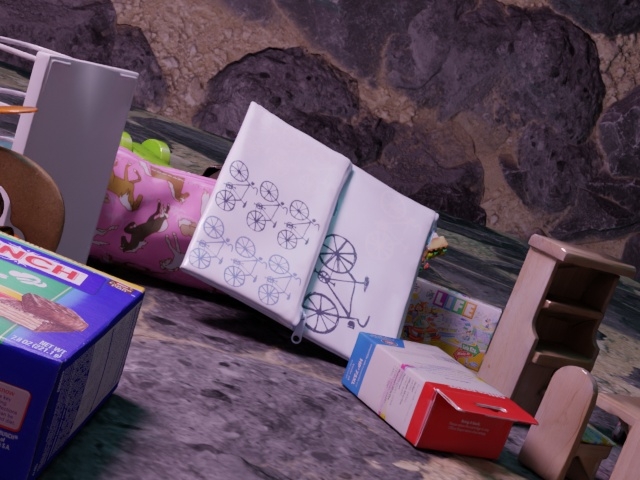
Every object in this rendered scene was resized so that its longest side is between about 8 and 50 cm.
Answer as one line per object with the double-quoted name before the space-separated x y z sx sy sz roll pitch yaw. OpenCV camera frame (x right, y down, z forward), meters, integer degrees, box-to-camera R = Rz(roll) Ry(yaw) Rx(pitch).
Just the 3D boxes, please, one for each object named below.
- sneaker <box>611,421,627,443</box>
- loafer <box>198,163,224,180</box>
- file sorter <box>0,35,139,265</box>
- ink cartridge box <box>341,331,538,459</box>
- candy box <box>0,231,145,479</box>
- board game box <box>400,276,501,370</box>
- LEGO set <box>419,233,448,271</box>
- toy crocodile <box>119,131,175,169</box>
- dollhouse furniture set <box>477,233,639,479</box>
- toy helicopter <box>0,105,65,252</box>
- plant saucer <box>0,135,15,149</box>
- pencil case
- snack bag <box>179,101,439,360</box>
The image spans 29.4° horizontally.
"sneaker" 0.482 0.292 1.813 0.119 0.047 0.057 11 25 -40
"loafer" -0.182 -0.111 2.388 0.130 0.133 0.366 20 9 -3
"file sorter" -0.381 -0.107 1.524 0.173 0.277 0.193 20 8 23
"ink cartridge box" 0.143 0.197 1.496 0.134 0.078 0.231 14 11 -32
"candy box" -0.319 0.074 1.071 0.268 0.122 0.317 20 8 0
"board game box" 0.194 0.129 1.923 0.154 0.103 0.026 21 9 3
"LEGO set" 0.141 0.029 2.358 0.287 0.132 0.107 21 16 -39
"toy crocodile" -0.375 -0.163 2.163 0.340 0.105 0.115 32 14 33
"dollhouse furniture set" 0.422 0.188 1.601 0.362 0.256 0.394 12 13 -42
"toy helicopter" -0.439 -0.067 1.271 0.355 0.235 0.140 19 10 -11
"plant saucer" -0.423 -0.107 2.133 0.318 0.043 0.317 20 10 -4
"pencil case" -0.179 -0.019 1.732 0.386 0.167 0.160 15 -19 -24
"snack bag" 0.000 0.000 1.702 0.342 0.037 0.323 31 51 -14
